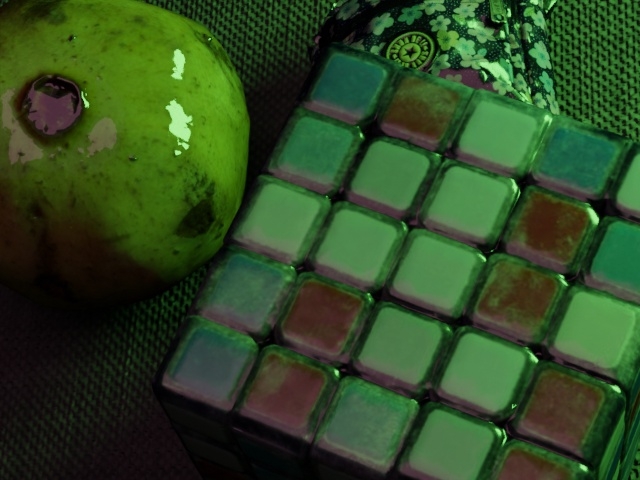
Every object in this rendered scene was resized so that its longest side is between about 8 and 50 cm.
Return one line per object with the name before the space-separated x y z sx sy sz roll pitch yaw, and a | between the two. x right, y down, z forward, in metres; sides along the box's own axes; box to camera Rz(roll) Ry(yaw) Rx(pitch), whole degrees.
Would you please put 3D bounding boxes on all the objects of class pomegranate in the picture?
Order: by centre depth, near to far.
pomegranate | -0.197 -0.077 1.429 0.281 0.281 0.281 -8 60 14

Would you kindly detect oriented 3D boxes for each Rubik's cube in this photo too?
Rubik's cube | 0.087 0.081 1.203 0.292 0.287 0.293 21 69 16

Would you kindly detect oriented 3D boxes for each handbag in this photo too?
handbag | 0.094 -0.144 1.445 0.229 0.127 0.208 -12 57 14
